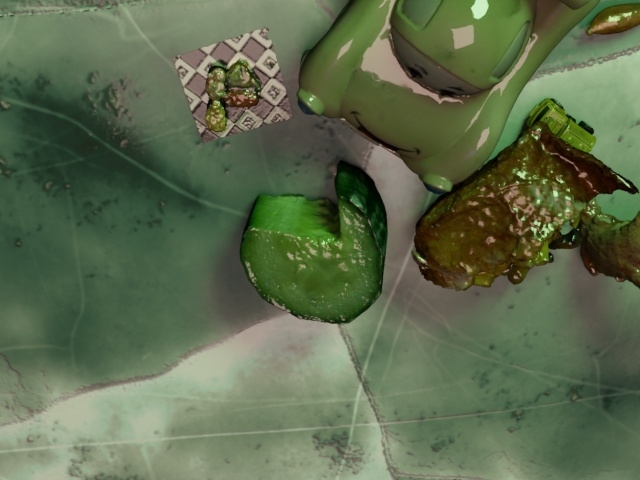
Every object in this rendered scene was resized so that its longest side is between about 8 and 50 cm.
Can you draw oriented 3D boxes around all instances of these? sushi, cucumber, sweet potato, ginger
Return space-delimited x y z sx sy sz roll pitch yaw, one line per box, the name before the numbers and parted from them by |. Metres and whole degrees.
sushi | 0.237 -0.023 1.252 0.296 0.167 0.179 -39 96 22
sushi | -0.107 -0.187 1.261 0.126 0.026 0.120 -16 113 6
cucumber | -0.001 0.010 1.304 0.191 0.130 0.191 2 111 6
sweet potato | 0.361 -0.267 1.224 0.095 0.034 0.034 -15 114 -5
ginger | 0.416 0.024 1.230 0.084 0.290 0.122 -14 113 -26

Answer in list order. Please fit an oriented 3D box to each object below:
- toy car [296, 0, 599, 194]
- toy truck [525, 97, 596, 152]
toy car | 0.148 -0.228 1.134 0.242 0.226 0.336 31 109 -13
toy truck | 0.298 -0.137 1.269 0.083 0.054 0.049 32 111 -13
